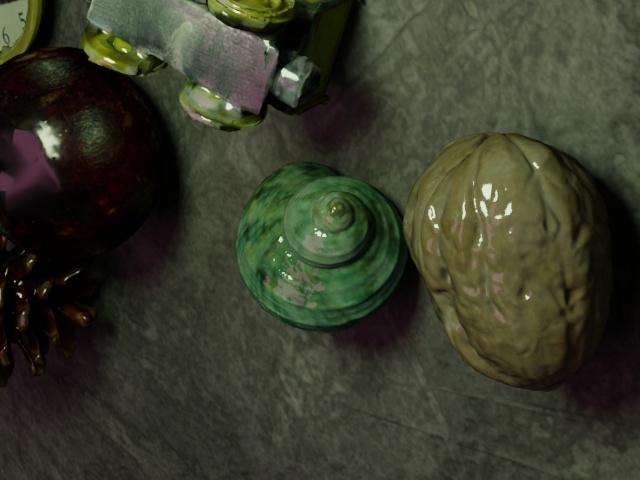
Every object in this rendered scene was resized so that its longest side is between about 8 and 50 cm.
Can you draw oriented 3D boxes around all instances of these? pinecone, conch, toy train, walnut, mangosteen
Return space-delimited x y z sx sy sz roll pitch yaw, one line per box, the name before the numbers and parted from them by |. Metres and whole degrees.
pinecone | -0.378 0.054 1.943 0.264 0.264 0.264 24 125 39
conch | -0.004 0.001 1.585 0.188 0.122 0.175 -22 67 47
toy train | -0.094 -0.202 1.515 0.261 0.177 0.134 31 124 20
walnut | 0.160 0.019 1.381 0.178 0.178 0.230 0 113 48
mangosteen | -0.306 -0.077 1.755 0.231 0.289 0.231 45 147 41

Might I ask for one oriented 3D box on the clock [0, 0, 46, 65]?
clock | -0.375 -0.308 1.894 0.237 0.057 0.237 22 123 38
